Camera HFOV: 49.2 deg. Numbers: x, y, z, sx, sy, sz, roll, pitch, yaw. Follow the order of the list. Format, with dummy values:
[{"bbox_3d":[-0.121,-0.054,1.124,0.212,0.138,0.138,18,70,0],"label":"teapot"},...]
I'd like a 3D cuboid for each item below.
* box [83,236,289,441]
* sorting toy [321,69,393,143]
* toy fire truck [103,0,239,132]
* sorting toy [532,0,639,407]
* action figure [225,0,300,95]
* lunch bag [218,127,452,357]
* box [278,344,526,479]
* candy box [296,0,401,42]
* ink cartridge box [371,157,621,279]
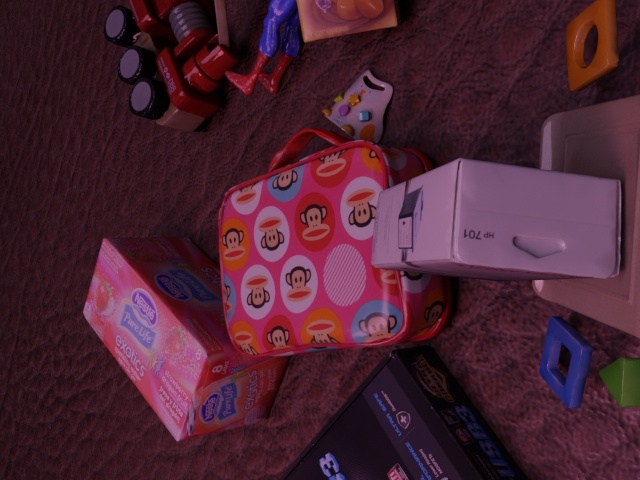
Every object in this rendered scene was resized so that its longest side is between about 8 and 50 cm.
[{"bbox_3d":[-0.197,0.124,0.998,0.300,0.154,0.142,38,117,39],"label":"box"},{"bbox_3d":[0.048,-0.162,0.830,0.075,0.045,0.083,-53,54,9],"label":"sorting toy"},{"bbox_3d":[-0.190,-0.309,1.000,0.246,0.159,0.217,-35,65,27],"label":"toy fire truck"},{"bbox_3d":[0.245,-0.026,0.583,0.196,0.047,0.347,-150,61,-80],"label":"sorting toy"},{"bbox_3d":[-0.051,-0.335,0.874,0.139,0.091,0.280,47,123,15],"label":"action figure"},{"bbox_3d":[0.000,0.000,0.814,0.293,0.120,0.258,-12,83,43],"label":"lunch bag"},{"bbox_3d":[0.097,0.318,0.762,0.293,0.073,0.295,-54,55,31],"label":"box"},{"bbox_3d":[0.021,-0.321,0.765,0.109,0.053,0.186,-6,108,15],"label":"candy box"},{"bbox_3d":[0.140,-0.009,0.603,0.191,0.140,0.082,159,117,-76],"label":"ink cartridge box"}]
